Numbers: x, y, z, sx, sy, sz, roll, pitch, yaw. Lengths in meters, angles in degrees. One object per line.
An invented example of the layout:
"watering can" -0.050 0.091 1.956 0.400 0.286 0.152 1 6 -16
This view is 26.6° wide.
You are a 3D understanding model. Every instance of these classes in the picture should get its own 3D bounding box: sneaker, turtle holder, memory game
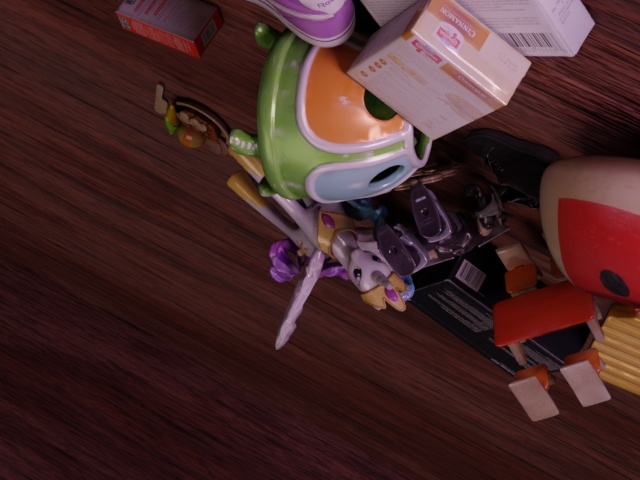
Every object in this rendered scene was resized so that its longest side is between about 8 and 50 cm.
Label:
"sneaker" -0.082 -0.354 1.637 0.282 0.102 0.161 30 171 20
"turtle holder" 0.034 -0.146 1.813 0.227 0.243 0.320 6 143 17
"sneaker" 0.256 -0.092 1.831 0.170 0.089 0.051 18 156 32
"memory game" 0.111 -0.087 1.963 0.186 0.186 0.012 0 105 55

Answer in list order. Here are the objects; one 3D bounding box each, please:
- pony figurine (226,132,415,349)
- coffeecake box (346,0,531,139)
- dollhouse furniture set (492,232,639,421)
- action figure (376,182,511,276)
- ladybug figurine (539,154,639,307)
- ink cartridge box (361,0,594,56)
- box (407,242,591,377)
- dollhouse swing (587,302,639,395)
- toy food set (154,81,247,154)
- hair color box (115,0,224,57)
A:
"pony figurine" 0.000 0.000 2.186 0.363 0.303 0.351 50 167 8
"coffeecake box" 0.137 -0.204 1.603 0.142 0.068 0.185 37 160 -13
"dollhouse furniture set" 0.362 0.085 1.901 0.259 0.262 0.135 -20 133 22
"action figure" 0.176 -0.017 1.976 0.099 0.185 0.285 57 -162 12
"ladybug figurine" 0.444 0.014 1.600 0.305 0.162 0.449 19 177 -40
"ink cartridge box" 0.140 -0.307 1.540 0.275 0.060 0.239 9 149 47
"box" 0.290 0.114 2.242 0.261 0.103 0.184 36 156 -12
"dollhouse swing" 0.557 0.298 2.056 0.305 0.315 0.347 8 158 4
"toy food set" -0.213 -0.191 2.340 0.192 0.038 0.132 30 160 4
"hair color box" -0.222 -0.328 1.990 0.141 0.072 0.043 25 159 21
